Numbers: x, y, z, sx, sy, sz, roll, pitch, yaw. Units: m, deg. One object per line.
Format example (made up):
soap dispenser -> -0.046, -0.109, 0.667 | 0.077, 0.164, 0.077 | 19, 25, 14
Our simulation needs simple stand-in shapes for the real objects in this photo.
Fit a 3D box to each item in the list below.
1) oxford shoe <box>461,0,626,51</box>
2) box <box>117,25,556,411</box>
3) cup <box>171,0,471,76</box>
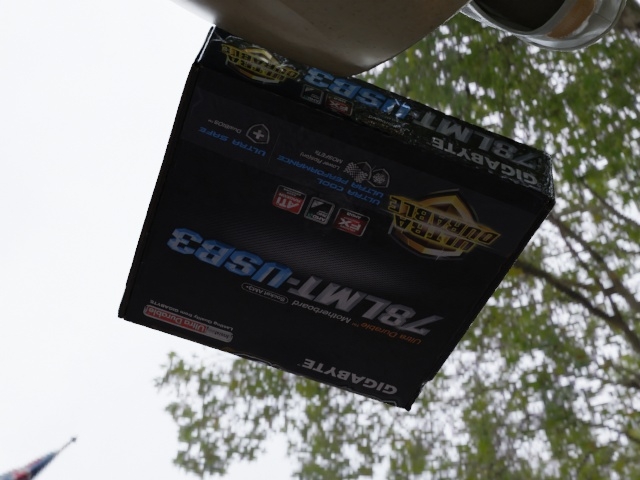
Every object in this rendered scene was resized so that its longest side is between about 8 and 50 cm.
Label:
oxford shoe -> 0.092, -0.331, 0.932 | 0.449, 0.130, 0.169 | 35, -69, 13
box -> 0.000, 0.000, 0.825 | 0.296, 0.073, 0.293 | 20, -50, -7
cup -> 0.004, -0.249, 0.625 | 0.331, 0.331, 0.237 | -33, -70, 23
